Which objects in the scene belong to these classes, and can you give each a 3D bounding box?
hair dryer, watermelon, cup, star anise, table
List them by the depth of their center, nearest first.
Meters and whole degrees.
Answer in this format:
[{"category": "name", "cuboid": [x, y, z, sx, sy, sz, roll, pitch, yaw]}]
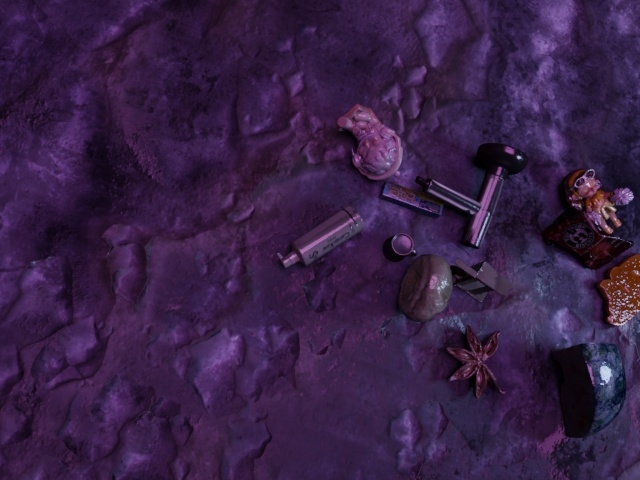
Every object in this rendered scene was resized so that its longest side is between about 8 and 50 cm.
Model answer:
[{"category": "watermelon", "cuboid": [0.770, 0.414, 1.475, 0.148, 0.226, 0.318, -8, 112, -12]}, {"category": "star anise", "cuboid": [0.441, 0.350, 1.484, 0.172, 0.063, 0.207, -2, 81, -6]}, {"category": "table", "cuboid": [0.443, 0.105, 1.494, 0.175, 0.146, 0.062, 37, 75, 0]}, {"category": "cup", "cuboid": [0.242, 0.023, 1.515, 0.100, 0.077, 0.078, 18, 75, -6]}, {"category": "hair dryer", "cuboid": [0.456, -0.174, 1.534, 0.284, 0.156, 0.320, 36, 77, -33]}]

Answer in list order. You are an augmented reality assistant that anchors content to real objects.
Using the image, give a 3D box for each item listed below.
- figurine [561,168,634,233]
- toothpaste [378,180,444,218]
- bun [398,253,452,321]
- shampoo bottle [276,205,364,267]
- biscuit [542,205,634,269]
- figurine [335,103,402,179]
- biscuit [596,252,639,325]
[{"category": "figurine", "cuboid": [0.876, -0.125, 1.639, 0.175, 0.116, 0.240, -42, 92, 2]}, {"category": "toothpaste", "cuboid": [0.283, -0.134, 1.575, 0.193, 0.044, 0.070, 19, 75, -5]}, {"category": "bun", "cuboid": [0.304, 0.139, 1.444, 0.118, 0.195, 0.195, 23, 74, -11]}, {"category": "shampoo bottle", "cuboid": [0.000, 0.000, 1.474, 0.262, 0.085, 0.085, -33, 84, -15]}, {"category": "biscuit", "cuboid": [0.823, -0.001, 1.590, 0.235, 0.151, 0.063, 34, 37, -2]}, {"category": "figurine", "cuboid": [0.156, -0.285, 1.538, 0.141, 0.162, 0.236, -21, 80, -57]}, {"category": "biscuit", "cuboid": [0.971, 0.152, 1.630, 0.183, 0.043, 0.280, 35, 69, -4]}]
